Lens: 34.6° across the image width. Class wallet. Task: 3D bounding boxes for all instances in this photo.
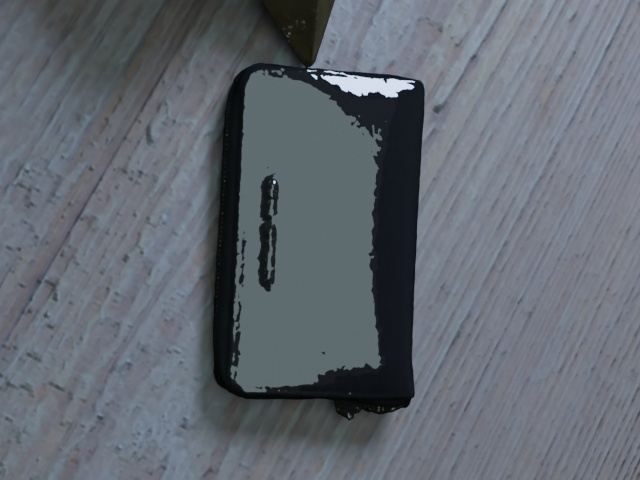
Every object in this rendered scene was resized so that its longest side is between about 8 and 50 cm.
[{"bbox_3d":[0.000,0.000,0.725,0.149,0.044,0.250,5,86,-11],"label":"wallet"}]

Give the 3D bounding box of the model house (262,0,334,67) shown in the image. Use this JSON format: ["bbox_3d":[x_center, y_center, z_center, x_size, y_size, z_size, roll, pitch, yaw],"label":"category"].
[{"bbox_3d":[-0.040,-0.235,0.690,0.176,0.181,0.248,6,120,23],"label":"model house"}]
